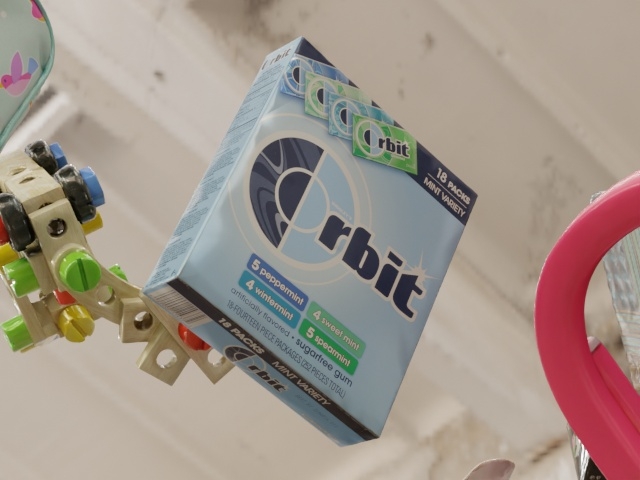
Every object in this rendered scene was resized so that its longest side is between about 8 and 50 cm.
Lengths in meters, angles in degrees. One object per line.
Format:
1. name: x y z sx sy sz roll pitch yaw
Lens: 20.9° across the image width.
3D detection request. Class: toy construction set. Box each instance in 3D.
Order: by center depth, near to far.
1. toy construction set: -0.206 0.028 1.456 0.151 0.327 0.215 -31 -65 -28

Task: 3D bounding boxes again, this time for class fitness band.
1. fitness band: 0.251 0.086 0.982 0.209 0.054 0.291 -38 -90 34

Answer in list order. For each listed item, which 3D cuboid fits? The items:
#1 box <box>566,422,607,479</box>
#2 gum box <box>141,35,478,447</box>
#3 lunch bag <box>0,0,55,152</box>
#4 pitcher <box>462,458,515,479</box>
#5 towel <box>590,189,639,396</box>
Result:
1. box: 0.254 0.174 1.514 0.062 0.083 0.052 2 -52 -5
2. gum box: 0.000 0.000 1.008 0.157 0.184 0.041 40 -35 -22
3. lunch bag: -0.314 -0.118 1.150 0.107 0.279 0.224 -15 -56 37
4. pitcher: 0.087 0.264 1.062 0.177 0.207 0.125 -29 -16 7
5. towel: 0.304 0.090 1.214 0.040 0.370 0.272 -14 -85 -14
